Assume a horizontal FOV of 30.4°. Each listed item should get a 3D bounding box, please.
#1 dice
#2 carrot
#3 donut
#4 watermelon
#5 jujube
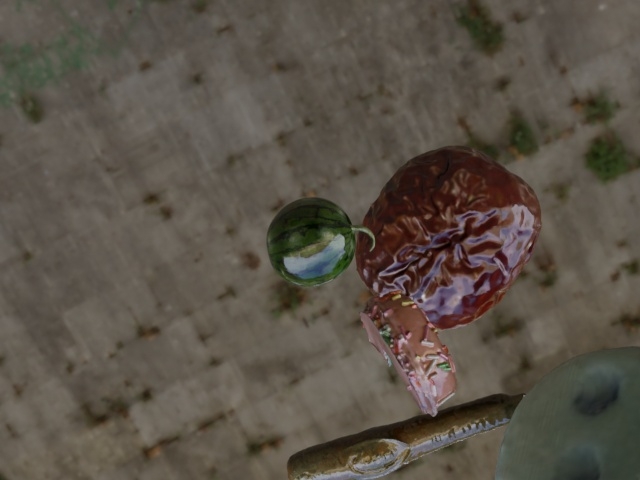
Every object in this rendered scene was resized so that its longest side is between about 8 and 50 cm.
[{"bbox_3d":[0.393,0.303,1.437,0.264,0.268,0.262,-17,-140,44],"label":"dice"},{"bbox_3d":[0.118,0.269,1.586,0.342,0.070,0.070,-19,-162,6],"label":"carrot"},{"bbox_3d":[0.097,0.111,1.349,0.065,0.117,0.166,-29,-139,-7],"label":"donut"},{"bbox_3d":[-0.007,-0.001,1.268,0.109,0.109,0.109,-23,-162,8],"label":"watermelon"},{"bbox_3d":[0.164,-0.006,1.522,0.232,0.213,0.213,-55,-166,11],"label":"jujube"}]
